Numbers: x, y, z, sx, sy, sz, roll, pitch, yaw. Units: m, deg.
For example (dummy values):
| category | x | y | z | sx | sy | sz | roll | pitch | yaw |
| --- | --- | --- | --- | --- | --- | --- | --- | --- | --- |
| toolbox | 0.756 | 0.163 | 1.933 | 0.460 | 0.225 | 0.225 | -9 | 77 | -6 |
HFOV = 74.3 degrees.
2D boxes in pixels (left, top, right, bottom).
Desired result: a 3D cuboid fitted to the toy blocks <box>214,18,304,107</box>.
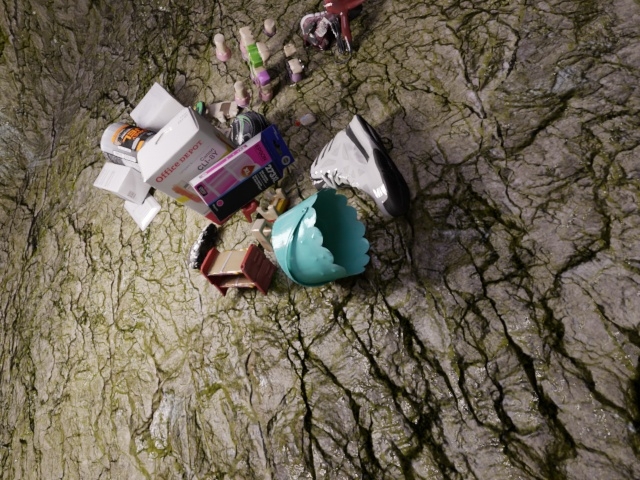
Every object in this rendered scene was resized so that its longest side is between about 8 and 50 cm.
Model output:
| category | x | y | z | sx | sy | sz | roll | pitch | yaw |
| --- | --- | --- | --- | --- | --- | --- | --- | --- | --- |
| toy blocks | -0.264 | -0.750 | 1.847 | 0.309 | 0.260 | 0.288 | -22 | 85 | -6 |

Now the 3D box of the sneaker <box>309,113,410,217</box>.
| category | x | y | z | sx | sy | sz | roll | pitch | yaw |
| --- | --- | --- | --- | --- | --- | --- | --- | --- | --- |
| sneaker | 0.114 | -0.191 | 1.378 | 0.257 | 0.169 | 0.447 | -37 | 45 | 23 |

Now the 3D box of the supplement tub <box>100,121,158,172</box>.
| category | x | y | z | sx | sy | sz | roll | pitch | yaw |
| --- | --- | --- | --- | --- | --- | --- | --- | --- | --- |
| supplement tub | -0.846 | -0.426 | 2.008 | 0.338 | 0.207 | 0.207 | 19 | 79 | 18 |

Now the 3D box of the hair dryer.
| category | x | y | z | sx | sy | sz | roll | pitch | yaw |
| --- | --- | --- | --- | --- | --- | --- | --- | --- | --- |
| hair dryer | 0.097 | -0.881 | 1.687 | 0.223 | 0.080 | 0.293 | 40 | 116 | -4 |

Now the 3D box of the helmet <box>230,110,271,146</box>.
| category | x | y | z | sx | sy | sz | roll | pitch | yaw |
| --- | --- | --- | --- | --- | --- | --- | --- | --- | --- |
| helmet | -0.281 | -0.445 | 1.723 | 0.169 | 0.169 | 0.161 | -10 | 78 | 28 |

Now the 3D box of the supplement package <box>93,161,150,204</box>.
| category | x | y | z | sx | sy | sz | roll | pitch | yaw |
| --- | --- | --- | --- | --- | --- | --- | --- | --- | --- |
| supplement package | -0.952 | -0.276 | 2.040 | 0.244 | 0.139 | 0.134 | 15 | 76 | 38 |

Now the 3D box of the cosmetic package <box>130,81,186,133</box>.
| category | x | y | z | sx | sy | sz | roll | pitch | yaw |
| --- | --- | --- | --- | --- | --- | --- | --- | --- | --- |
| cosmetic package | -0.828 | -0.657 | 2.181 | 0.224 | 0.138 | 0.224 | -49 | 52 | 5 |

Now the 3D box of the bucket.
| category | x | y | z | sx | sy | sz | roll | pitch | yaw |
| --- | --- | --- | --- | --- | --- | --- | --- | --- | --- |
| bucket | 0.000 | 0.000 | 1.269 | 0.183 | 0.281 | 0.281 | -23 | 57 | 32 |

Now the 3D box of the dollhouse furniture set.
| category | x | y | z | sx | sy | sz | roll | pitch | yaw |
| --- | --- | --- | --- | --- | --- | --- | --- | --- | --- |
| dollhouse furniture set | -0.244 | 0.005 | 1.521 | 0.201 | 0.152 | 0.374 | -4 | 49 | 31 |

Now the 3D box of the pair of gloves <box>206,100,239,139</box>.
| category | x | y | z | sx | sy | sz | roll | pitch | yaw |
| --- | --- | --- | --- | --- | --- | --- | --- | --- | --- |
| pair of gloves | -0.469 | -0.544 | 1.963 | 0.204 | 0.042 | 0.240 | -1 | 70 | 28 |

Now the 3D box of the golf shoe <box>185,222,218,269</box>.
| category | x | y | z | sx | sy | sz | roll | pitch | yaw |
| --- | --- | --- | --- | --- | --- | --- | --- | --- | --- |
| golf shoe | -0.481 | 0.017 | 1.683 | 0.094 | 0.077 | 0.198 | 12 | 74 | 36 |

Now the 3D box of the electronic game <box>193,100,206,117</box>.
| category | x | y | z | sx | sy | sz | roll | pitch | yaw |
| --- | --- | --- | --- | --- | --- | --- | --- | --- | --- |
| electronic game | -0.606 | -0.555 | 2.008 | 0.229 | 0.048 | 0.229 | -34 | 44 | 41 |

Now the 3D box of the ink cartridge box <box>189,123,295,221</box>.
| category | x | y | z | sx | sy | sz | roll | pitch | yaw |
| --- | --- | --- | --- | --- | --- | --- | --- | --- | --- |
| ink cartridge box | -0.266 | -0.243 | 1.524 | 0.371 | 0.176 | 0.069 | -39 | 39 | -10 |

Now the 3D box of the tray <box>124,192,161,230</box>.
| category | x | y | z | sx | sy | sz | roll | pitch | yaw |
| --- | --- | --- | --- | --- | --- | --- | --- | --- | --- |
| tray | -0.875 | -0.169 | 2.048 | 0.270 | 0.030 | 0.145 | 38 | 91 | 38 |

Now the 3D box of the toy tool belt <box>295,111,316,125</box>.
| category | x | y | z | sx | sy | sz | roll | pitch | yaw |
| --- | --- | --- | --- | --- | --- | --- | --- | --- | --- |
| toy tool belt | -0.056 | -0.480 | 1.673 | 0.083 | 0.052 | 0.051 | -14 | 30 | 23 |

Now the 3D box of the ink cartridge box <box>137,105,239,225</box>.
| category | x | y | z | sx | sy | sz | roll | pitch | yaw |
| --- | --- | --- | --- | --- | --- | --- | --- | --- | --- |
| ink cartridge box | -0.435 | -0.262 | 1.589 | 0.279 | 0.385 | 0.160 | -39 | 53 | 11 |

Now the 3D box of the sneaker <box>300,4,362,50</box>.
| category | x | y | z | sx | sy | sz | roll | pitch | yaw |
| --- | --- | --- | --- | --- | --- | --- | --- | --- | --- |
| sneaker | 0.050 | -0.885 | 1.777 | 0.281 | 0.106 | 0.162 | -7 | 80 | 29 |
